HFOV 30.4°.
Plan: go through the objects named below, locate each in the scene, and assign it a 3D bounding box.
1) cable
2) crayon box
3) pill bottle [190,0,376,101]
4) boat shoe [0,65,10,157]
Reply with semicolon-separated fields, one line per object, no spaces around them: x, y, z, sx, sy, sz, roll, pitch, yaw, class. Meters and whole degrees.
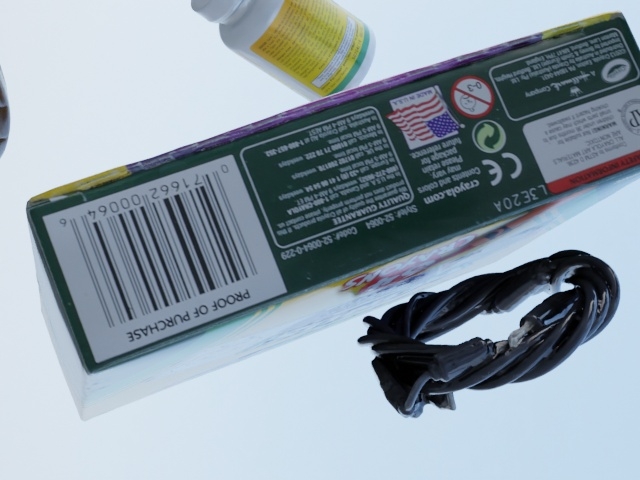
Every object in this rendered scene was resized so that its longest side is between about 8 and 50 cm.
0.096;0.043;0.705;0.047;0.150;0.184;62;1;-9;cable
0.000;0.000;0.780;0.313;0.363;0.106;129;-60;-72;crayon box
-0.045;-0.255;1.394;0.117;0.208;0.118;-38;-143;35;pill bottle
-0.275;-0.152;0.776;0.342;0.123;0.123;105;-24;-59;boat shoe
